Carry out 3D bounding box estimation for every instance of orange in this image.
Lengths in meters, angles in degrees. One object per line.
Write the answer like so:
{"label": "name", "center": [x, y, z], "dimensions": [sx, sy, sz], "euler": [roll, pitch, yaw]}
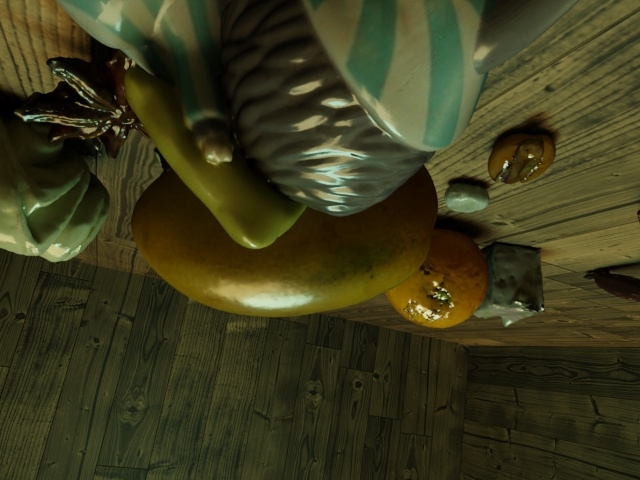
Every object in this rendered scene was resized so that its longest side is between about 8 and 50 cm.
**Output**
{"label": "orange", "center": [0.269, 0.083, 1.171], "dimensions": [0.246, 0.246, 0.246], "euler": [9, 165, 2]}

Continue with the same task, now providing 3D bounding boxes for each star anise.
{"label": "star anise", "center": [-0.291, -0.214, 0.716], "dimensions": [0.272, 0.102, 0.272], "euler": [-19, 164, -5]}

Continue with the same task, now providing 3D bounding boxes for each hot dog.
{"label": "hot dog", "center": [0.304, -0.121, 0.740], "dimensions": [0.090, 0.060, 0.140], "euler": [6, 161, -5]}

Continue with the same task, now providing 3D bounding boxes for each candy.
{"label": "candy", "center": [0.472, 0.116, 1.263], "dimensions": [0.137, 0.184, 0.195], "euler": [5, 164, -1]}

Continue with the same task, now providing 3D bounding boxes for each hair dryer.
{"label": "hair dryer", "center": [0.745, 0.164, 1.189], "dimensions": [0.123, 0.312, 0.340], "euler": [13, -175, -11]}

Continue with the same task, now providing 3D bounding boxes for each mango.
{"label": "mango", "center": [-0.040, -0.035, 0.722], "dimensions": [0.446, 0.300, 0.232], "euler": [-7, 147, -19]}

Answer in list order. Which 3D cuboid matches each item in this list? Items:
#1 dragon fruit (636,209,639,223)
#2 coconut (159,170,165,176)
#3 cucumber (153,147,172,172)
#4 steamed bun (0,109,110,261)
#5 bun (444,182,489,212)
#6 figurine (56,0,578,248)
{"label": "dragon fruit", "center": [0.650, -0.011, 0.843], "dimensions": [0.161, 0.126, 0.274], "euler": [-16, 162, 36]}
{"label": "coconut", "center": [-0.178, -0.068, 0.917], "dimensions": [0.241, 0.241, 0.241], "euler": [9, 165, 2]}
{"label": "cucumber", "center": [-0.163, -0.163, 0.748], "dimensions": [0.241, 0.074, 0.074], "euler": [-29, 146, 27]}
{"label": "steamed bun", "center": [-0.579, -0.121, 0.938], "dimensions": [0.352, 0.247, 0.339], "euler": [23, 177, -21]}
{"label": "bun", "center": [0.273, -0.082, 0.922], "dimensions": [0.083, 0.045, 0.083], "euler": [6, 165, 1]}
{"label": "figurine", "center": [0.011, -0.222, 0.417], "dimensions": [0.378, 0.266, 0.361], "euler": [-33, 116, 21]}
